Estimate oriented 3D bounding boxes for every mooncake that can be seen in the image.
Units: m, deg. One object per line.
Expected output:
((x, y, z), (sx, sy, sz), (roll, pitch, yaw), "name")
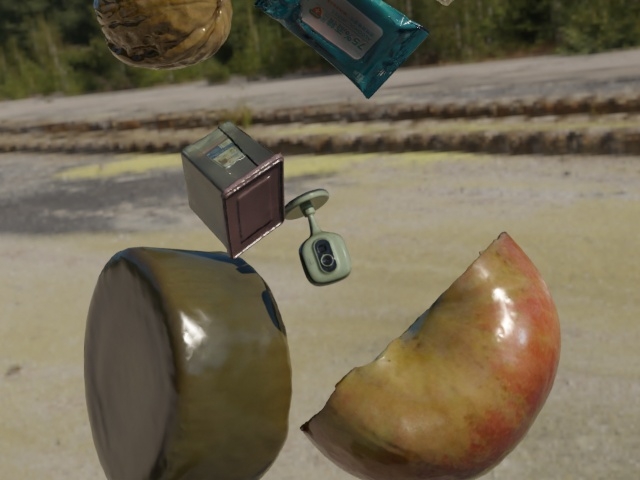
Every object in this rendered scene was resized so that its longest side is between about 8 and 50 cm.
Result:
((-0.150, 0.149, 1.175), (0.155, 0.284, 0.284), (0, 6, -36), "mooncake")

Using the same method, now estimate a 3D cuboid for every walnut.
((-0.243, -0.354, 1.610), (0.213, 0.213, 0.213), (-6, 11, 1), "walnut")

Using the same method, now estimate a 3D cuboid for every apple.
((0.138, 0.150, 1.067), (0.293, 0.163, 0.251), (-41, -12, -9), "apple")

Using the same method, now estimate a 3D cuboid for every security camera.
((0.000, 0.000, 1.066), (0.058, 0.092, 0.058), (-23, -17, -7), "security camera")

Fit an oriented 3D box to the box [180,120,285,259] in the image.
((-0.068, -0.040, 0.808), (0.060, 0.084, 0.063), (-38, 62, -24), "box")

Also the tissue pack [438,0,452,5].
((0.115, -0.449, 0.928), (0.375, 0.390, 0.195), (-45, 17, 0), "tissue pack")

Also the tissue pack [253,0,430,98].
((0.020, -0.199, 0.943), (0.085, 0.138, 0.028), (-45, 16, 23), "tissue pack")
